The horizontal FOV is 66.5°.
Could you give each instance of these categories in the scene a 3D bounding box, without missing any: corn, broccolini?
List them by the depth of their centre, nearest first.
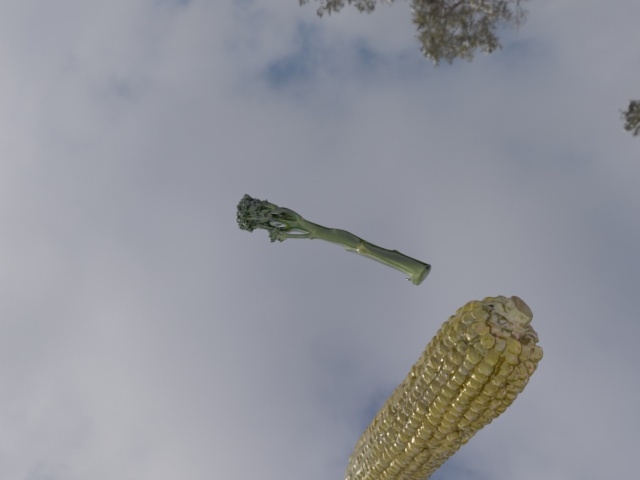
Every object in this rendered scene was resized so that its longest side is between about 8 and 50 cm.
[{"bbox_3d":[0.107,0.167,0.469,0.087,0.288,0.086,20,-149,-13],"label":"corn"},{"bbox_3d":[0.001,0.003,0.869,0.392,0.079,0.073,22,-91,31],"label":"broccolini"}]
